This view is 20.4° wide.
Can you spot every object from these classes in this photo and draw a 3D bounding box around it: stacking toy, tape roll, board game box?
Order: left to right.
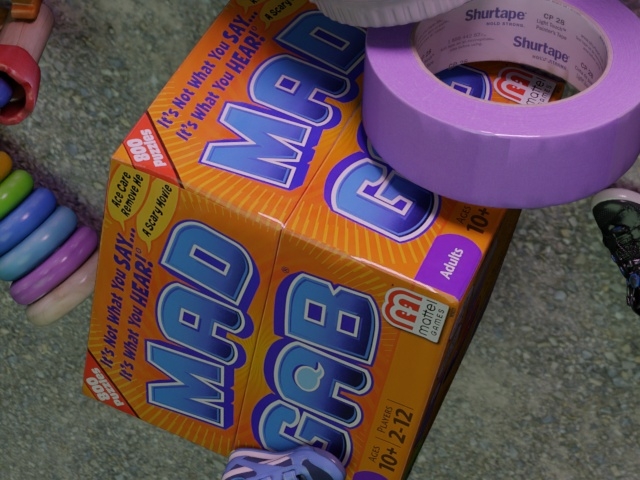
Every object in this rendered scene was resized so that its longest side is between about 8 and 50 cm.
[{"bbox_3d":[-0.402,-0.056,2.205,0.141,0.141,0.330,-28,106,42],"label":"stacking toy"},{"bbox_3d":[0.000,0.000,1.863,0.356,0.356,0.356,23,135,8],"label":"board game box"},{"bbox_3d":[0.177,-0.151,1.695,0.275,0.275,0.090,16,133,15],"label":"tape roll"}]

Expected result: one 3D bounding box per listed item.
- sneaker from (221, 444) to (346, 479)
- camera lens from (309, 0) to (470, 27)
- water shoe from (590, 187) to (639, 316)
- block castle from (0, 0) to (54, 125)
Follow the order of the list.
[{"bbox_3d":[-0.039,0.245,1.803,0.144,0.059,0.053,-9,122,32],"label":"sneaker"},{"bbox_3d":[0.053,-0.361,1.616,0.219,0.219,0.274,1,129,27],"label":"camera lens"},{"bbox_3d":[0.355,0.033,1.902,0.073,0.080,0.203,-24,114,40],"label":"water shoe"},{"bbox_3d":[-0.447,-0.339,1.863,0.303,0.213,0.453,7,133,3],"label":"block castle"}]
